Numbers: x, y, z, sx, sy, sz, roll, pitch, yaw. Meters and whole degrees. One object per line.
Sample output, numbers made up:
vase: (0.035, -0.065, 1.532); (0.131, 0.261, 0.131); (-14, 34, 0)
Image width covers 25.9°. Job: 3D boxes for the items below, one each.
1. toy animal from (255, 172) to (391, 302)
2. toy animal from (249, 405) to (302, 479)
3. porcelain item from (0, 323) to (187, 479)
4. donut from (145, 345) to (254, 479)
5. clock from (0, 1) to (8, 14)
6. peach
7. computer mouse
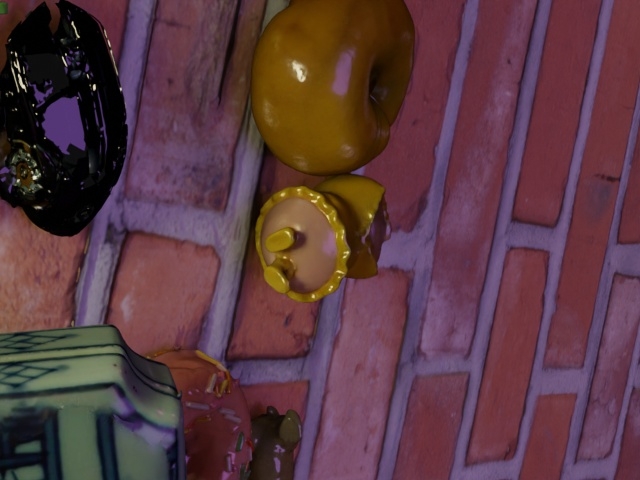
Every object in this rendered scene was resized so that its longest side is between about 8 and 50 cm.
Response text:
toy animal: (0.001, -0.005, 1.686); (0.230, 0.156, 0.156); (-26, 122, -61)
toy animal: (-0.065, 0.305, 1.737); (0.101, 0.103, 0.218); (-32, 125, -76)
porcelain item: (-0.259, 0.229, 1.249); (0.286, 0.157, 0.281); (-3, 108, -10)
donut: (-0.153, 0.224, 1.578); (0.233, 0.085, 0.199); (31, 74, -56)
clock: (-0.370, -0.297, 1.097); (0.220, 0.106, 0.255); (-18, 110, -53)
peach: (0.019, -0.194, 1.643); (0.251, 0.153, 0.251); (-50, 153, -37)
computer mouse: (-0.243, -0.113, 1.350); (0.146, 0.078, 0.241); (-30, 124, -49)
